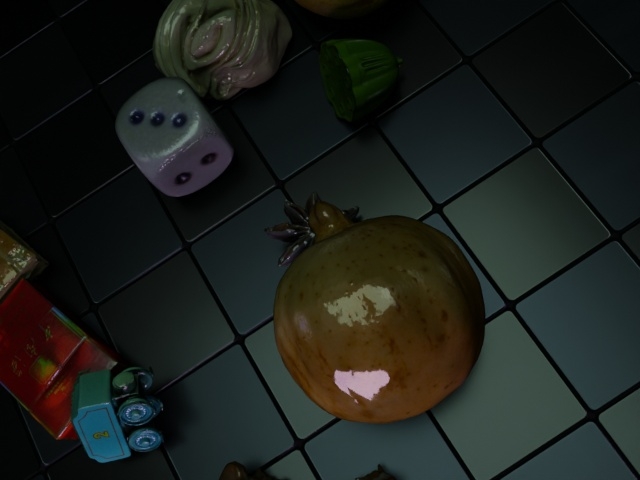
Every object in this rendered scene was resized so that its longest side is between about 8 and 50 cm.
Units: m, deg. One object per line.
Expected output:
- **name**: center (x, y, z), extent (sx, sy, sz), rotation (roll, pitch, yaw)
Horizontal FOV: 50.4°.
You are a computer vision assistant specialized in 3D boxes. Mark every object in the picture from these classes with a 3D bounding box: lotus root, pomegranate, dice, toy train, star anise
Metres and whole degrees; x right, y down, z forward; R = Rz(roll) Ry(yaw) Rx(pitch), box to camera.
- **lotus root**: center (0.106, -0.366, 1.478), extent (0.186, 0.186, 0.186), rotation (-3, 73, 11)
- **pomegranate**: center (0.090, 0.112, 1.207), extent (0.410, 0.410, 0.410), rotation (-3, 73, 11)
- **dice**: center (-0.317, -0.225, 1.494), extent (0.192, 0.194, 0.193), rotation (-34, 68, -1)
- **toy train**: center (-0.400, 0.342, 1.340), extent (0.163, 0.203, 0.112), rotation (-11, 37, -9)
- **star anise**: center (0.000, 0.001, 1.415), extent (0.209, 0.089, 0.231), rotation (-24, 71, -9)

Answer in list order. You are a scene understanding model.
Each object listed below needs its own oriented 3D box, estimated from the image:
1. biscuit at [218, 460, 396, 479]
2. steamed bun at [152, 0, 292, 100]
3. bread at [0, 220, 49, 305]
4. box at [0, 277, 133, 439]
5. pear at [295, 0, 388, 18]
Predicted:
- **biscuit**: center (-0.031, 0.548, 1.245), extent (0.366, 0.115, 0.268), rotation (-3, 72, 12)
- **steamed bun**: center (-0.242, -0.472, 1.546), extent (0.289, 0.203, 0.276), rotation (18, 76, 18)
- **bread**: center (-0.776, 0.069, 1.545), extent (0.246, 0.111, 0.239), rotation (38, 85, 19)
- **box**: center (-0.585, 0.253, 1.464), extent (0.313, 0.089, 0.197), rotation (35, 82, 18)
- **pear**: center (0.045, -0.645, 1.499), extent (0.314, 0.314, 0.314), rotation (-3, 73, 11)
